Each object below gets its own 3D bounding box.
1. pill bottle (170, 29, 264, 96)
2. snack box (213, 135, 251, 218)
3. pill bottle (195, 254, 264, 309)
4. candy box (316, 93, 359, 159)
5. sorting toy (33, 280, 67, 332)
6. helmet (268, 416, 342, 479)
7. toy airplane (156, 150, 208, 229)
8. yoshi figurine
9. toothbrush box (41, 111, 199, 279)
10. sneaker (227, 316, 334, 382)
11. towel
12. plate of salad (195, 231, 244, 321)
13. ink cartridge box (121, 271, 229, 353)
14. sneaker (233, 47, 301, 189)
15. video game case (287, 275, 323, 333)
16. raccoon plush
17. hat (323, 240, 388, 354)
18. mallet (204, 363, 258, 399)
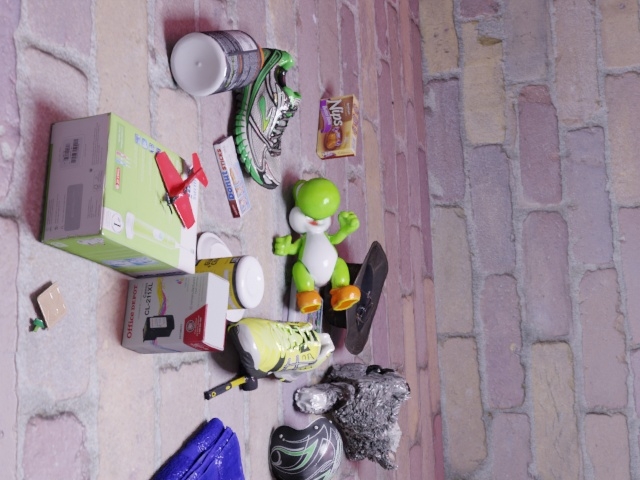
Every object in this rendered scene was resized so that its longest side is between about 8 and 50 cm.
[{"bbox_3d":[-0.207,-0.384,1.771,0.245,0.130,0.130,-37,119,-65],"label":"pill bottle"},{"bbox_3d":[-0.200,-0.144,1.883,0.064,0.022,0.178,-54,134,-60],"label":"snack box"},{"bbox_3d":[-0.209,0.085,1.588,0.103,0.184,0.103,-5,90,-69],"label":"pill bottle"},{"bbox_3d":[0.052,-0.335,2.440,0.053,0.109,0.187,43,47,-59],"label":"candy box"},{"bbox_3d":[-0.424,0.107,1.277,0.083,0.012,0.062,-58,143,-62],"label":"sorting toy"},{"bbox_3d":[-0.027,0.510,1.982,0.169,0.161,0.169,-5,90,-69],"label":"helmet"},{"bbox_3d":[-0.236,-0.098,1.450,0.151,0.028,0.151,-8,90,-69],"label":"toy airplane"},{"bbox_3d":[-0.005,-0.008,2.115,0.203,0.203,0.362,16,58,-52],"label":"yoshi figurine"},{"bbox_3d":[-0.328,-0.065,1.407,0.283,0.122,0.206,32,55,-63],"label":"toothbrush box"},{"bbox_3d":[-0.088,0.227,1.867,0.145,0.147,0.384,65,11,17],"label":"sneaker"},{"bbox_3d":[-0.231,0.509,1.588,0.308,0.076,0.228,-39,121,-64],"label":"towel"},{"bbox_3d":[-0.217,0.080,1.751,0.200,0.048,0.200,-21,90,-74],"label":"plate of salad"},{"bbox_3d":[-0.259,0.132,1.470,0.072,0.175,0.127,36,52,-59],"label":"ink cartridge box"},{"bbox_3d":[-0.121,-0.290,1.932,0.134,0.146,0.344,10,77,-75],"label":"sneaker"},{"bbox_3d":[-0.041,0.220,2.202,0.183,0.023,0.201,48,41,-57],"label":"video game case"},{"bbox_3d":[0.064,0.516,2.297,0.446,0.216,0.299,0,101,-40],"label":"raccoon plush"},{"bbox_3d":[0.082,0.153,2.369,0.331,0.134,0.331,11,90,-69],"label":"hat"},{"bbox_3d":[-0.194,0.303,1.790,0.189,0.039,0.062,5,80,-64],"label":"mallet"}]
